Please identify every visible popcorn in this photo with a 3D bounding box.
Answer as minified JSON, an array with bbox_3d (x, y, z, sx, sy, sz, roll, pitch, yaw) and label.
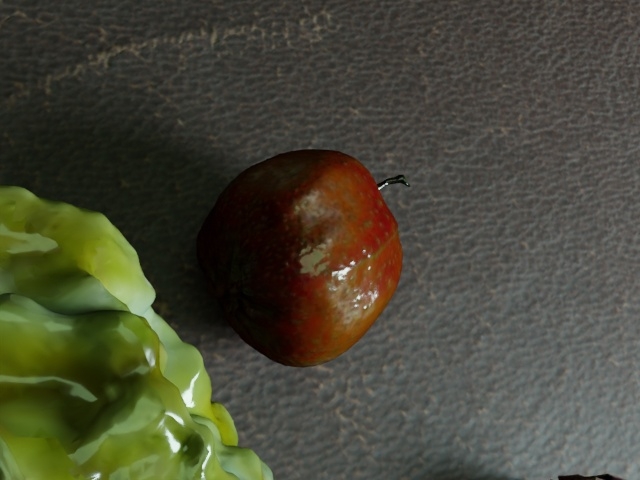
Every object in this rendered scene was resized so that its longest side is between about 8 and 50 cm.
[{"bbox_3d":[-0.198,0.144,0.570,0.292,0.293,0.334,-29,58,4],"label":"popcorn"}]

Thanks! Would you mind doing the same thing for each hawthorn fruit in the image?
[{"bbox_3d":[0.000,0.000,0.735,0.194,0.157,0.157,-38,86,-30],"label":"hawthorn fruit"}]

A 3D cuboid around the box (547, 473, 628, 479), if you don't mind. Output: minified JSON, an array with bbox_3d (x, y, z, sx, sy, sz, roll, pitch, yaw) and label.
[{"bbox_3d":[0.203,0.264,0.733,0.060,0.111,0.156,15,67,-15],"label":"box"}]
